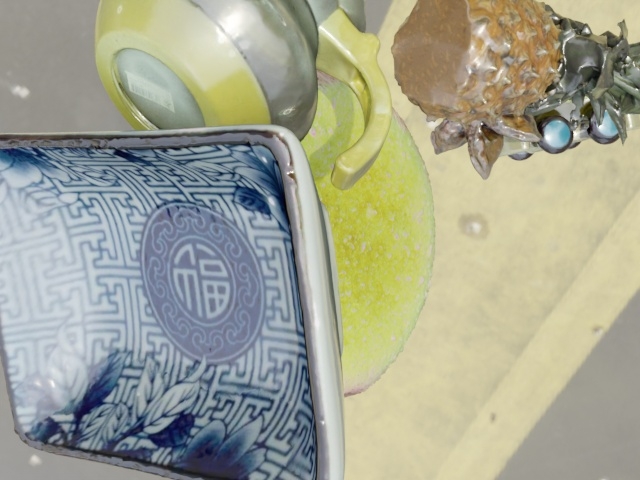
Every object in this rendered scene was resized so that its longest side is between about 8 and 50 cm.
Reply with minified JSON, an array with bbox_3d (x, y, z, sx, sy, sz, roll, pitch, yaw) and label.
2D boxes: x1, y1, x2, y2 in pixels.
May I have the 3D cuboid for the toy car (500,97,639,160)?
[{"bbox_3d":[0.369,-0.236,1.918,0.247,0.204,0.198,-11,92,-8],"label":"toy car"}]

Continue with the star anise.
[{"bbox_3d":[0.226,-0.197,1.799,0.197,0.073,0.212,-47,66,34],"label":"star anise"}]

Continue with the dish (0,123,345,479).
[{"bbox_3d":[-0.073,0.027,0.634,0.243,0.080,0.182,2,105,39],"label":"dish"}]

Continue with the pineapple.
[{"bbox_3d":[0.252,-0.187,1.285,0.364,0.166,0.165,3,145,-34],"label":"pineapple"}]

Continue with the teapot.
[{"bbox_3d":[-0.032,-0.096,0.622,0.165,0.119,0.130,37,151,9],"label":"teapot"}]

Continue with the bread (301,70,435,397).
[{"bbox_3d":[0.000,0.000,0.780,0.033,0.228,0.228,6,130,47],"label":"bread"}]
